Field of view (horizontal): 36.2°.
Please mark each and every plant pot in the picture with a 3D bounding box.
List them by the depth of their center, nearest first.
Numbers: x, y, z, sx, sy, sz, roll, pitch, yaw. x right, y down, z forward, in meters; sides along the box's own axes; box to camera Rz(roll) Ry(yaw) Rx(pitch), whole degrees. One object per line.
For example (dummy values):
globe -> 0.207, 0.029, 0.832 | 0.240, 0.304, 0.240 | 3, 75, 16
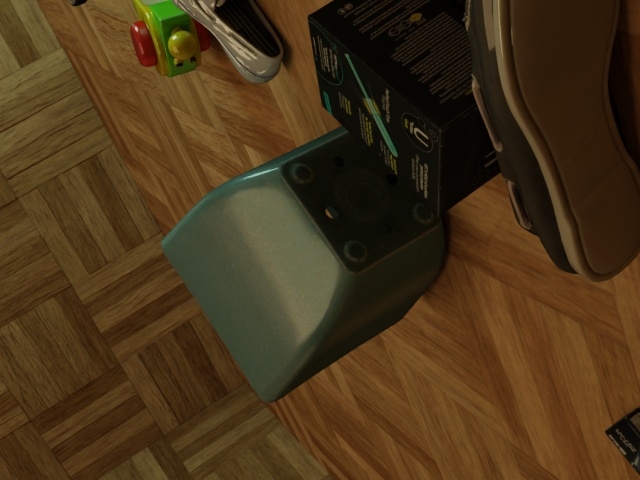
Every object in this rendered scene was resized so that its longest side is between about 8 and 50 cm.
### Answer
plant pot -> 0.000, 0.000, 1.157 | 0.248, 0.247, 0.252 | 55, 148, 9

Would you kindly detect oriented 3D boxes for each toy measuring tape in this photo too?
toy measuring tape -> -0.248, -0.332, 1.523 | 0.330, 0.121, 0.121 | 51, 166, 54

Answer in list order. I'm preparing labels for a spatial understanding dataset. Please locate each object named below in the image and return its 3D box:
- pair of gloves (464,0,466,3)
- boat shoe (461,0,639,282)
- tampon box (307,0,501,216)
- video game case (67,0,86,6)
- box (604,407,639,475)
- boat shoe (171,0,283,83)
pair of gloves -> 0.100, -0.214, 0.804 | 0.198, 0.023, 0.159 | 38, 155, 51
boat shoe -> 0.151, -0.105, 0.691 | 0.095, 0.112, 0.335 | 33, 156, 47
tampon box -> 0.082, -0.126, 0.806 | 0.161, 0.101, 0.120 | 46, 163, 27
video game case -> -0.306, -0.458, 1.139 | 0.248, 0.035, 0.275 | 43, 121, -1
box -> 0.321, 0.209, 0.959 | 0.083, 0.018, 0.067 | 53, 164, 17
boat shoe -> -0.122, -0.306, 1.251 | 0.226, 0.083, 0.076 | 47, 154, -3
